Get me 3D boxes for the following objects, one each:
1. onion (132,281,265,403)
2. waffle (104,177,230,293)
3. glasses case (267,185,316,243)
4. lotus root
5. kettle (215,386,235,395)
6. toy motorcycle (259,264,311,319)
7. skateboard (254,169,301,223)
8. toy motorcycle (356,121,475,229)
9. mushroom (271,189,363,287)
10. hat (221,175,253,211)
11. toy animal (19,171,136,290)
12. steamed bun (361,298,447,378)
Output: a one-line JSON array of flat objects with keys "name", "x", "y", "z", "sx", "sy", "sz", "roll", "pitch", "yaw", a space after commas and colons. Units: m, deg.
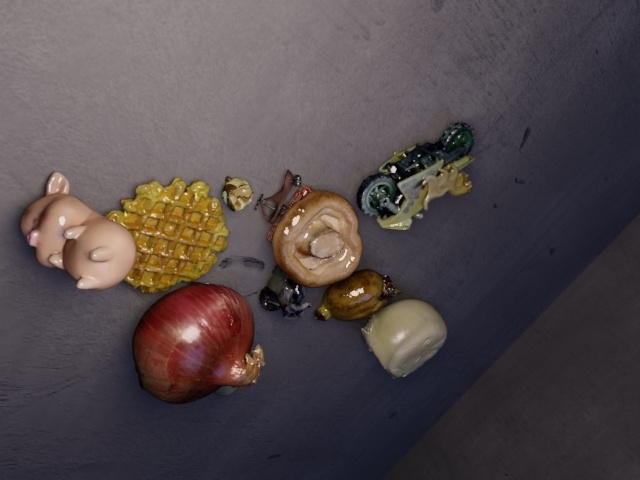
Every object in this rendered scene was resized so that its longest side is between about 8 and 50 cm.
[{"name": "onion", "x": -0.338, "y": 0.273, "z": 1.173, "sx": 0.353, "sy": 0.354, "sz": 0.354, "roll": -18, "pitch": 133, "yaw": -21}, {"name": "waffle", "x": -0.377, "y": -0.007, "z": 1.061, "sx": 0.302, "sy": 0.068, "sz": 0.325, "roll": -26, "pitch": 133, "yaw": -14}, {"name": "glasses case", "x": -0.077, "y": -0.068, "z": 1.219, "sx": 0.073, "sy": 0.049, "sz": 0.195, "roll": 23, "pitch": 110, "yaw": -44}, {"name": "lotus root", "x": 0.117, "y": 0.192, "z": 1.499, "sx": 0.313, "sy": 0.141, "sz": 0.169, "roll": -21, "pitch": 129, "yaw": -1}, {"name": "kettle", "x": -0.335, "y": 0.444, "z": 1.439, "sx": 0.126, "sy": 0.098, "sz": 0.148, "roll": -19, "pitch": 137, "yaw": -27}, {"name": "toy motorcycle", "x": -0.073, "y": 0.131, "z": 1.314, "sx": 0.270, "sy": 0.159, "sz": 0.106, "roll": -51, "pitch": 157, "yaw": 15}, {"name": "skateboard", "x": -0.114, "y": -0.118, "z": 1.147, "sx": 0.080, "sy": 0.067, "sz": 0.151, "roll": 26, "pitch": 106, "yaw": -12}, {"name": "toy motorcycle", "x": 0.296, "y": -0.174, "z": 1.295, "sx": 0.410, "sy": 0.169, "sz": 0.237, "roll": -33, "pitch": 138, "yaw": -6}, {"name": "mushroom", "x": 0.000, "y": 0.000, "z": 1.175, "sx": 0.278, "sy": 0.146, "sz": 0.279, "roll": -8, "pitch": 109, "yaw": -25}, {"name": "hat", "x": -0.214, "y": -0.119, "z": 1.083, "sx": 0.076, "sy": 0.059, "sz": 0.077, "roll": -41, "pitch": 144, "yaw": -21}, {"name": "toy animal", "x": -0.484, "y": -0.004, "z": 0.873, "sx": 0.167, "sy": 0.250, "sz": 0.154, "roll": -57, "pitch": 167, "yaw": 6}, {"name": "steamed bun", "x": 0.329, "y": 0.364, "z": 1.717, "sx": 0.311, "sy": 0.233, "sz": 0.334, "roll": -34, "pitch": 145, "yaw": -8}]
